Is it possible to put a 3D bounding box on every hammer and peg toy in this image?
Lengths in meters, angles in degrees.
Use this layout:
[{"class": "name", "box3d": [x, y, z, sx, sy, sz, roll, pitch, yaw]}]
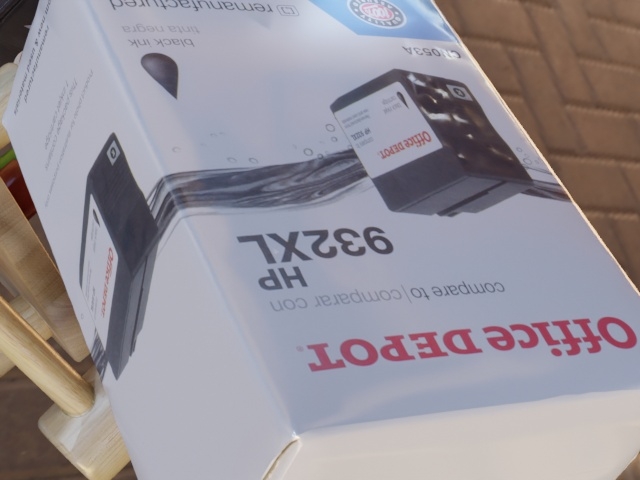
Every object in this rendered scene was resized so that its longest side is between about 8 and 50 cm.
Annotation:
[{"class": "hammer and peg toy", "box3d": [-0.221, -0.030, 0.834, 0.127, 0.266, 0.361, -41, 59, -16]}]

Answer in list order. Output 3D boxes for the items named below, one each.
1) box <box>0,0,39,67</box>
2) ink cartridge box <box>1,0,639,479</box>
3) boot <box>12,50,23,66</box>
[{"class": "box", "box3d": [-0.163, -0.179, 1.213, 0.296, 0.293, 0.073, 19, 63, -34]}, {"class": "ink cartridge box", "box3d": [0.000, 0.000, 0.651, 0.223, 0.129, 0.307, -2, 48, -33]}, {"class": "boot", "box3d": [-0.189, -0.101, 1.040, 0.059, 0.084, 0.158, -20, 75, -43]}]
